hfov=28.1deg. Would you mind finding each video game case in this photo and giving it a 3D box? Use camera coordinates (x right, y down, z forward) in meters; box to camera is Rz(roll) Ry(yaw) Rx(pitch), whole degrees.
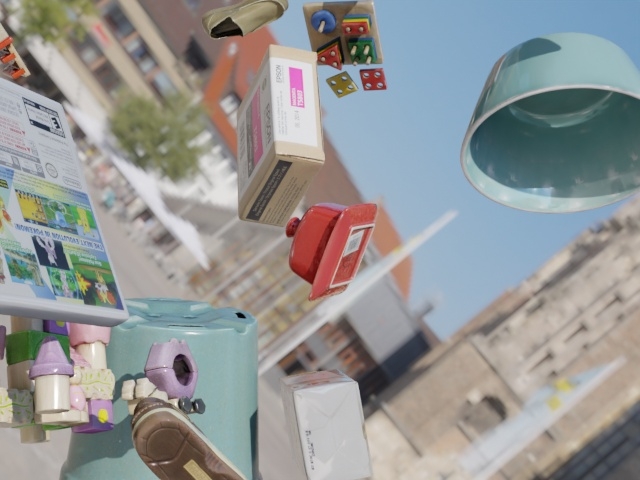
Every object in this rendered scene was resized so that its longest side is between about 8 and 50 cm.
[{"bbox_3d":[-0.346,-0.053,1.443,0.300,0.036,0.329,70,15,14],"label":"video game case"}]

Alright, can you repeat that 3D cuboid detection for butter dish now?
[{"bbox_3d":[0.000,0.000,1.978,0.118,0.160,0.160,26,14,19],"label":"butter dish"}]

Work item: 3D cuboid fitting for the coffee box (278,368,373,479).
[{"bbox_3d":[0.005,0.274,1.912,0.246,0.098,0.141,176,-95,-83],"label":"coffee box"}]

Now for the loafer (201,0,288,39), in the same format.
[{"bbox_3d":[-0.120,-0.356,2.061,0.056,0.148,0.050,58,20,-46],"label":"loafer"}]

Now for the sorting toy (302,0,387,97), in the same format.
[{"bbox_3d":[0.041,-0.360,2.328,0.046,0.132,0.274,-73,158,-44],"label":"sorting toy"}]

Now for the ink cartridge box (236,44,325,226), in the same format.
[{"bbox_3d":[-0.070,-0.172,2.105,0.193,0.088,0.234,122,-29,-50],"label":"ink cartridge box"}]

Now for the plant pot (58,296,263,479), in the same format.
[{"bbox_3d":[-0.234,0.270,1.937,0.341,0.341,0.334,-148,-118,-74],"label":"plant pot"}]

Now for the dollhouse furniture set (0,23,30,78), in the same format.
[{"bbox_3d":[-0.589,-0.247,1.934,0.262,0.259,0.135,26,-33,60],"label":"dollhouse furniture set"}]

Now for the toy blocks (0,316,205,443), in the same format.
[{"bbox_3d":[-0.357,0.114,1.667,0.288,0.309,0.260,20,61,-58],"label":"toy blocks"}]

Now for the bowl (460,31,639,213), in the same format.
[{"bbox_3d":[0.359,-0.190,1.892,0.311,0.312,0.163,58,27,-51],"label":"bowl"}]

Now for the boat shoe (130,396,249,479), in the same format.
[{"bbox_3d":[-0.146,0.288,1.564,0.257,0.095,0.095,63,-9,-28],"label":"boat shoe"}]
